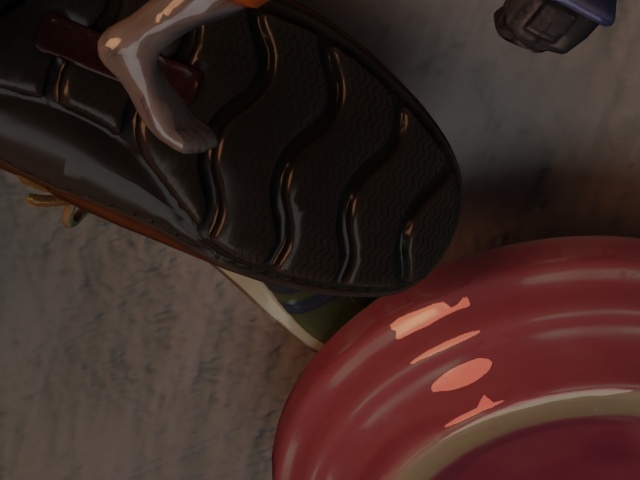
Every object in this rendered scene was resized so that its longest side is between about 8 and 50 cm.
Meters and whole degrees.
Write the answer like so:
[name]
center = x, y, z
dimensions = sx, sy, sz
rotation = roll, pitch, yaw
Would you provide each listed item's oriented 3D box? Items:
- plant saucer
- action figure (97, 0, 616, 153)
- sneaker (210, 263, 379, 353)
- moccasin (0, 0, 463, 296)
[plant saucer]
center = 0.139, 0.145, 1.128
dimensions = 0.332, 0.084, 0.332
rotation = -3, 131, -3
[action figure]
center = 0.014, -0.182, 0.713
dimensions = 0.178, 0.341, 0.330
rotation = 33, 124, -20
[sneaker]
center = 0.000, 0.000, 1.071
dimensions = 0.086, 0.064, 0.192
rotation = -30, 130, 26
[moccasin]
center = -0.107, -0.070, 0.930
dimensions = 0.380, 0.147, 0.139
rotation = 15, 92, -18
